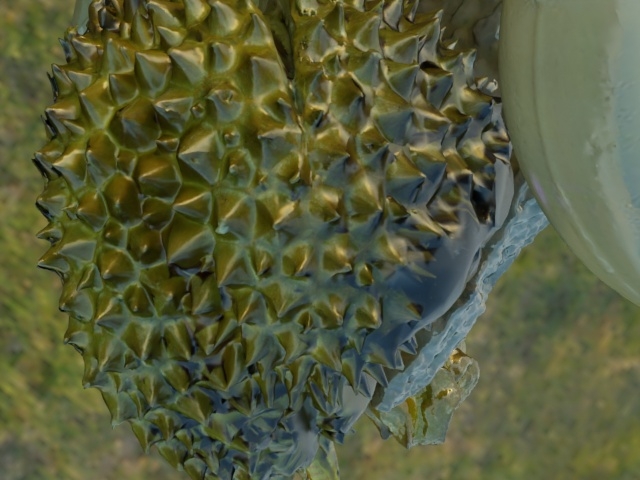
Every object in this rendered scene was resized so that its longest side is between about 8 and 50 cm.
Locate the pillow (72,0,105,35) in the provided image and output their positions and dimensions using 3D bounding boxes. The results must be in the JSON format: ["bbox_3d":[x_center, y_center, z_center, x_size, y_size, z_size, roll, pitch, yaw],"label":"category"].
[{"bbox_3d":[-0.067,-0.293,1.492,0.255,0.120,0.322,-31,-153,44],"label":"pillow"}]

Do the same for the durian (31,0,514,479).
[{"bbox_3d":[0.000,0.000,0.765,0.193,0.138,0.237,-50,130,-46],"label":"durian"}]

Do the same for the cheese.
[{"bbox_3d":[0.089,-0.057,0.561,0.249,0.071,0.163,7,95,-38],"label":"cheese"}]

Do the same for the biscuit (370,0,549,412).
[{"bbox_3d":[0.083,-0.067,0.908,0.290,0.141,0.038,-53,139,8],"label":"biscuit"}]

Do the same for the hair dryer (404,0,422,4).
[{"bbox_3d":[0.124,-0.114,1.129,0.089,0.251,0.197,-51,-168,-19],"label":"hair dryer"}]

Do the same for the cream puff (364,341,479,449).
[{"bbox_3d":[0.048,0.079,1.063,0.083,0.083,0.058,-15,115,-16],"label":"cream puff"}]
